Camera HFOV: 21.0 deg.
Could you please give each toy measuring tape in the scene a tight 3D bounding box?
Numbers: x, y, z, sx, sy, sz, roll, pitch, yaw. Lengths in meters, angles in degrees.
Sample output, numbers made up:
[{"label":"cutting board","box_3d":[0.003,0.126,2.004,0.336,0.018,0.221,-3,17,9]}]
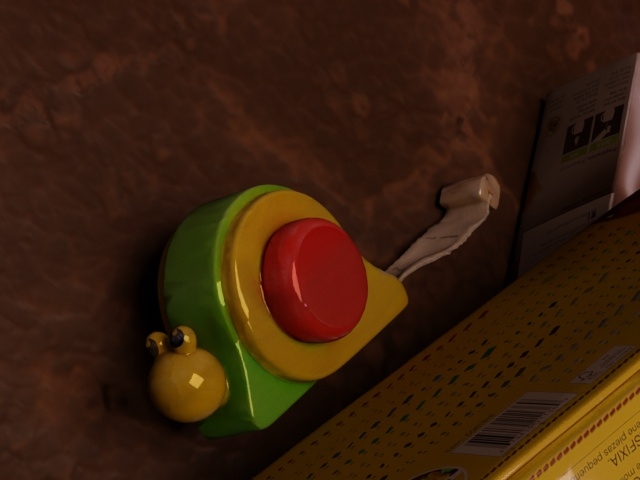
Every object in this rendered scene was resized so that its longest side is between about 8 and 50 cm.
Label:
[{"label":"toy measuring tape","box_3d":[0.000,0.000,1.009,0.330,0.121,0.121,-39,101,-46]}]

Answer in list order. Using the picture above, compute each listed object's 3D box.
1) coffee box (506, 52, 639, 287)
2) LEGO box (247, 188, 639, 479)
[{"label":"coffee box","box_3d":[0.208,0.021,1.159,0.141,0.098,0.246,30,60,-27]},{"label":"LEGO box","box_3d":[0.148,0.240,0.909,0.500,0.193,0.372,-33,106,-30]}]
